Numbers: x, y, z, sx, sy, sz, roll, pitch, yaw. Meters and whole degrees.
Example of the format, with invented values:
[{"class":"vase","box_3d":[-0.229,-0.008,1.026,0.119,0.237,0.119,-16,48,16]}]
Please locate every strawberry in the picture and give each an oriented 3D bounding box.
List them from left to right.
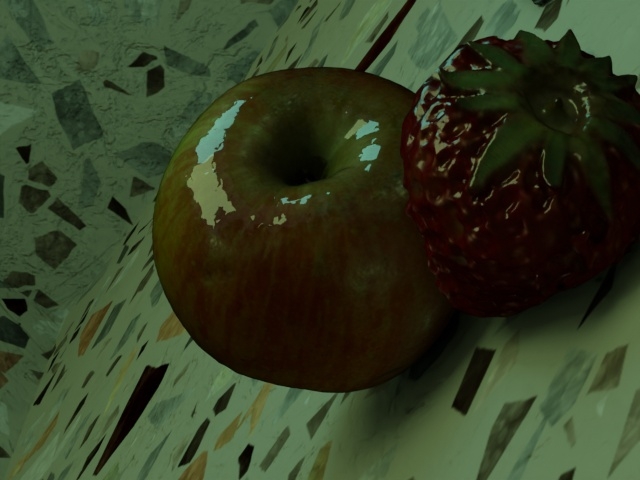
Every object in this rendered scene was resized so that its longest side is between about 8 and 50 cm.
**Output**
[{"class":"strawberry","box_3d":[0.149,-0.030,1.361,0.244,0.205,0.205,103,-171,-52]}]

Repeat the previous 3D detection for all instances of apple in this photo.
[{"class":"apple","box_3d":[0.000,0.000,1.591,0.301,0.301,0.301,-53,13,17]}]

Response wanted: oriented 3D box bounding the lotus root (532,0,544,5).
[{"class":"lotus root","box_3d":[0.228,-0.393,1.933,0.272,0.192,0.272,-54,19,28]}]
